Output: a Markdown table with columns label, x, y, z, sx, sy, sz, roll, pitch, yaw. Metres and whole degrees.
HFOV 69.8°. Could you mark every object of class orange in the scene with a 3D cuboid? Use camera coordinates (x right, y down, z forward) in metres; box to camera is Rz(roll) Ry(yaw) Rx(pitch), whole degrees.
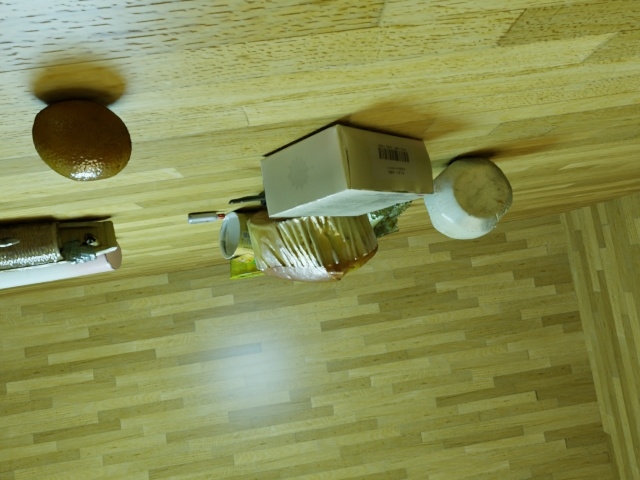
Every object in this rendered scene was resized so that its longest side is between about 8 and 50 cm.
| label | x | y | z | sx | sy | sz | roll | pitch | yaw |
| --- | --- | --- | --- | --- | --- | --- | --- | --- | --- |
| orange | -0.219 | -0.092 | 0.423 | 0.085 | 0.084 | 0.085 | -9 | 175 | -1 |

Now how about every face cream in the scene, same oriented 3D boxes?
| label | x | y | z | sx | sy | sz | roll | pitch | yaw |
| --- | --- | --- | --- | --- | --- | --- | --- | --- | --- |
| face cream | -0.262 | -0.052 | 1.057 | 0.084 | 0.021 | 0.040 | -7 | 175 | -20 |

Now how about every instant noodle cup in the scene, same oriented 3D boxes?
| label | x | y | z | sx | sy | sz | roll | pitch | yaw |
| --- | --- | --- | --- | --- | --- | --- | --- | --- | --- |
| instant noodle cup | -0.212 | 0.038 | 1.469 | 0.183 | 0.144 | 0.182 | -10 | 174 | -1 |
| instant noodle cup | -0.166 | -0.009 | 1.114 | 0.122 | 0.151 | 0.152 | 10 | 165 | -37 |

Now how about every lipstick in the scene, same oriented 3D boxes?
| label | x | y | z | sx | sy | sz | roll | pitch | yaw |
| --- | --- | --- | --- | --- | --- | --- | --- | --- | --- |
| lipstick | -0.691 | 0.059 | 1.186 | 0.327 | 0.087 | 0.087 | -9 | 175 | 2 |

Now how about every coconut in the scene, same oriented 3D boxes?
| label | x | y | z | sx | sy | sz | roll | pitch | yaw |
| --- | --- | --- | --- | --- | --- | --- | --- | --- | --- |
| coconut | 0.293 | -0.084 | 0.927 | 0.161 | 0.160 | 0.162 | -8 | 177 | -5 |

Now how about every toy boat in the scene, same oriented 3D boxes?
| label | x | y | z | sx | sy | sz | roll | pitch | yaw |
| --- | --- | --- | --- | --- | --- | --- | --- | --- | --- |
| toy boat | -0.559 | 0.011 | 0.878 | 0.311 | 0.089 | 0.115 | -7 | 172 | -16 |

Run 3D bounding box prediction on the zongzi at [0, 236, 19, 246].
| label | x | y | z | sx | sy | sz | roll | pitch | yaw |
| --- | --- | --- | --- | --- | --- | --- | --- | --- | --- |
| zongzi | -0.508 | 0.147 | 0.462 | 0.218 | 0.466 | 0.500 | 18 | 163 | -28 |

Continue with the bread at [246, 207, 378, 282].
| label | x | y | z | sx | sy | sz | roll | pitch | yaw |
| --- | --- | --- | --- | --- | --- | --- | --- | --- | --- |
| bread | -0.021 | 0.000 | 0.950 | 0.204 | 0.156 | 0.288 | -27 | -164 | -39 |

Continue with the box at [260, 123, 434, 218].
| label | x | y | z | sx | sy | sz | roll | pitch | yaw |
| --- | --- | --- | --- | --- | --- | --- | --- | --- | --- |
| box | 0.044 | -0.096 | 0.700 | 0.168 | 0.094 | 0.212 | -12 | 175 | 43 |

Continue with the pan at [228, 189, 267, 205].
| label | x | y | z | sx | sy | sz | roll | pitch | yaw |
| --- | --- | --- | --- | --- | --- | --- | --- | --- | --- |
| pan | -0.058 | -0.093 | 0.805 | 0.129 | 0.048 | 0.202 | -12 | 176 | 21 |

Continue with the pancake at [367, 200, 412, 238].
| label | x | y | z | sx | sy | sz | roll | pitch | yaw |
| --- | --- | --- | --- | --- | --- | --- | --- | --- | --- |
| pancake | 0.180 | -0.054 | 1.285 | 0.197 | 0.054 | 0.377 | -37 | 169 | 16 |
